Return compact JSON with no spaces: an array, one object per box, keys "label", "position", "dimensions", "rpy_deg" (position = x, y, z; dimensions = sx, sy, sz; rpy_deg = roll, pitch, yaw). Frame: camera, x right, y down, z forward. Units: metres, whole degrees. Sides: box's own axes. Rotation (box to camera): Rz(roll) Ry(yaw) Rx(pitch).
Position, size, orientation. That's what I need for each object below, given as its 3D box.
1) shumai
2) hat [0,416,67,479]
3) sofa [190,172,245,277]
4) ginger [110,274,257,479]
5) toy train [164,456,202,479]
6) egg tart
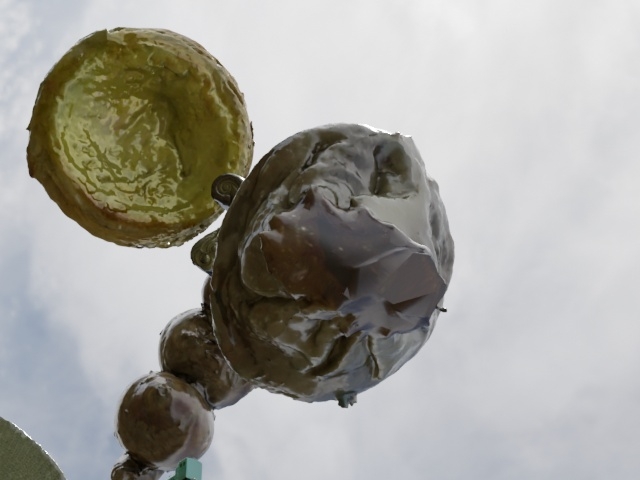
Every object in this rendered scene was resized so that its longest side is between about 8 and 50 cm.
[{"label":"shumai","position":[0.029,0.018,0.694],"dimensions":[0.120,0.201,0.201],"rpy_deg":[18,-68,55]},{"label":"hat","position":[-0.279,0.213,0.638],"dimensions":[0.257,0.257,0.130],"rpy_deg":[45,-57,25]},{"label":"sofa","position":[0.000,0.000,1.311],"dimensions":[0.258,0.200,0.182],"rpy_deg":[16,-100,25]},{"label":"ginger","position":[-0.200,0.216,1.634],"dimensions":[0.176,0.375,0.256],"rpy_deg":[32,-18,8]},{"label":"toy train","position":[-0.153,0.255,1.088],"dimensions":[0.092,0.029,0.045],"rpy_deg":[-38,-143,36]},{"label":"egg tart","position":[-0.246,-0.135,1.450],"dimensions":[0.120,0.315,0.314],"rpy_deg":[-16,-92,66]}]
